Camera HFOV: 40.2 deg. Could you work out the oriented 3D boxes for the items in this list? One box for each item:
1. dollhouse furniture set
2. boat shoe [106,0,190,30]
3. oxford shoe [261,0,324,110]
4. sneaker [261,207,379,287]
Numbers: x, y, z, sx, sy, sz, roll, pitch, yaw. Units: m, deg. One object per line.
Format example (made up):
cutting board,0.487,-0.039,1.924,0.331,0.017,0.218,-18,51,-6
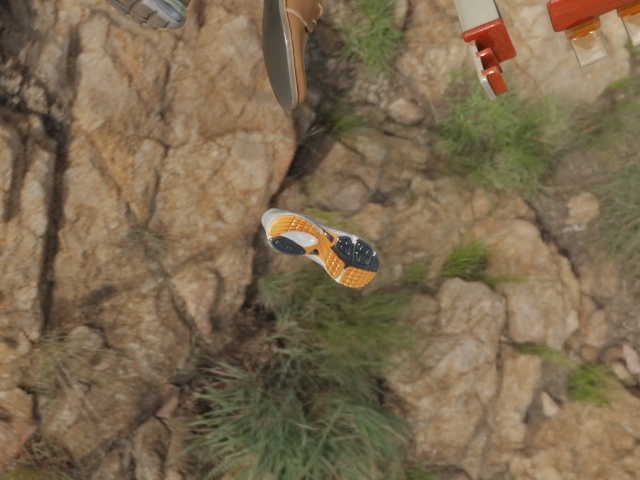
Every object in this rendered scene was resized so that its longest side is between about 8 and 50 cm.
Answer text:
dollhouse furniture set,0.314,-0.293,1.117,0.262,0.259,0.135,31,41,-63
boat shoe,-0.263,-0.370,0.986,0.324,0.123,0.116,36,79,-45
oxford shoe,-0.028,-0.257,1.012,0.076,0.076,0.212,-6,96,-25
sneaker,0.000,0.000,1.712,0.262,0.121,0.099,29,99,-27
